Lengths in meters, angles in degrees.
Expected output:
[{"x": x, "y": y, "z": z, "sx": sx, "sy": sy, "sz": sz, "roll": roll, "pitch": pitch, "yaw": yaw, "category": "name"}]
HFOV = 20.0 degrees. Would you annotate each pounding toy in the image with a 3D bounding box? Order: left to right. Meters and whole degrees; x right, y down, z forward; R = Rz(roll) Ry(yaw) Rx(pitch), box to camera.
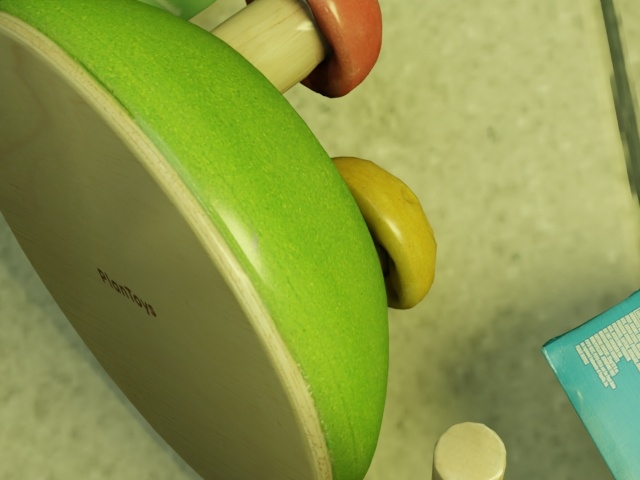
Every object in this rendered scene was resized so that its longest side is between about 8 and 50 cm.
[{"x": 0.000, "y": 0.000, "z": 0.540, "sx": 0.110, "sy": 0.183, "sz": 0.237, "roll": -36, "pitch": 63, "yaw": -20, "category": "pounding toy"}]

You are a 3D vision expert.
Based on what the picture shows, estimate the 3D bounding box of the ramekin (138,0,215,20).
[{"x": -0.128, "y": -0.201, "z": 0.635, "sx": 0.303, "sy": 0.148, "sz": 0.303, "roll": -6, "pitch": 73, "yaw": 19, "category": "ramekin"}]

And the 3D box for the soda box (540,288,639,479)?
[{"x": 0.144, "y": 0.105, "z": 0.488, "sx": 0.067, "sy": 0.071, "sz": 0.210, "roll": -32, "pitch": 67, "yaw": 9, "category": "soda box"}]
